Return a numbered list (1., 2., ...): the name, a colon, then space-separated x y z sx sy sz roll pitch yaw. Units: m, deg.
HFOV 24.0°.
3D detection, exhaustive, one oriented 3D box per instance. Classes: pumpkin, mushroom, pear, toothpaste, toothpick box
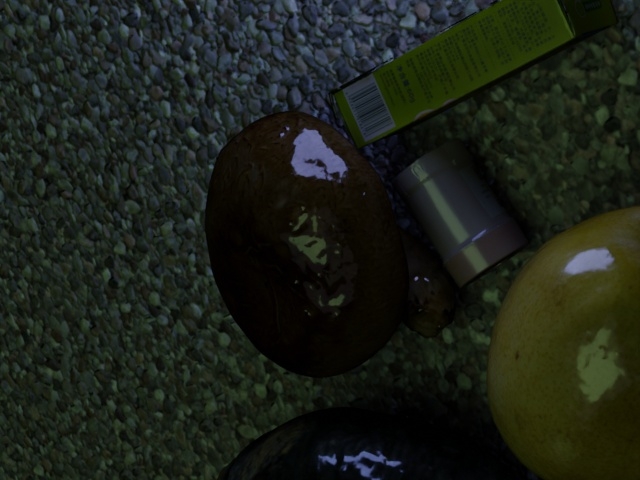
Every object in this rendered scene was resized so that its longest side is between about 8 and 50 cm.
1. pumpkin: 0.057 0.415 1.818 0.454 0.344 0.454 6 105 24
2. mushroom: -0.020 0.008 1.810 0.345 0.239 0.345 11 110 33
3. pear: 0.324 0.124 1.570 0.314 0.314 0.314 12 111 32
4. toothpaste: 0.166 -0.203 1.690 0.327 0.110 0.077 -25 88 38
5. toothpick box: 0.162 -0.032 1.755 0.098 0.098 0.149 -38 81 37
